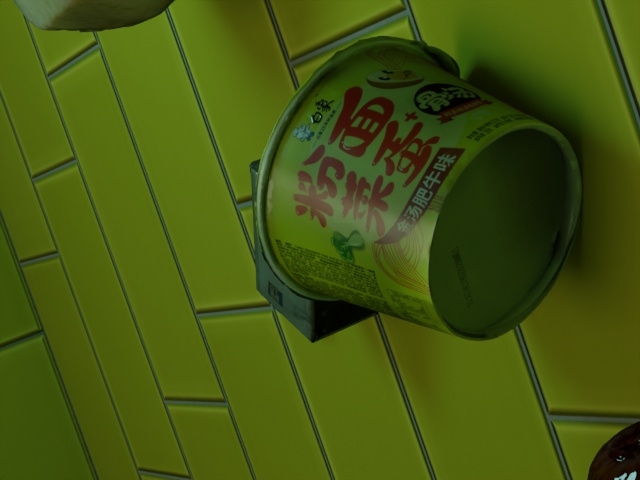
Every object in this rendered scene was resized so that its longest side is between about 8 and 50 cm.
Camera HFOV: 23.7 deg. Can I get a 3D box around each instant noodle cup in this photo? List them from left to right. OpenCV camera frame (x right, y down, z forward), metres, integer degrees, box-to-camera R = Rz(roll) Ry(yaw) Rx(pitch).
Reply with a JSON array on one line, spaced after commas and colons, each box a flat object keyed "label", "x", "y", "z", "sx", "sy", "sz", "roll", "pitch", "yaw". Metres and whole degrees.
[{"label": "instant noodle cup", "x": 0.117, "y": -0.044, "z": 1.590, "sx": 0.221, "sy": 0.311, "sz": 0.311, "roll": 25, "pitch": 132, "yaw": 41}]

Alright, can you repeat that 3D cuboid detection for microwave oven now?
[{"label": "microwave oven", "x": 0.000, "y": 0.000, "z": 2.001, "sx": 0.163, "sy": 0.129, "sz": 0.205, "roll": 40, "pitch": 143, "yaw": 41}]

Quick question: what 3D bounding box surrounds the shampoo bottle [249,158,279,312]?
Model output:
[{"label": "shampoo bottle", "x": -0.053, "y": -0.003, "z": 2.183, "sx": 0.086, "sy": 0.056, "sz": 0.227, "roll": 29, "pitch": 134, "yaw": 52}]

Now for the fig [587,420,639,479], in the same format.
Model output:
[{"label": "fig", "x": 0.361, "y": 0.276, "z": 1.492, "sx": 0.207, "sy": 0.175, "sz": 0.175, "roll": 55, "pitch": 158, "yaw": -16}]

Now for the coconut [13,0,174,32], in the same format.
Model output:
[{"label": "coconut", "x": -0.306, "y": -0.442, "z": 1.980, "sx": 0.352, "sy": 0.352, "sz": 0.353, "roll": 43, "pitch": 145, "yaw": 42}]
